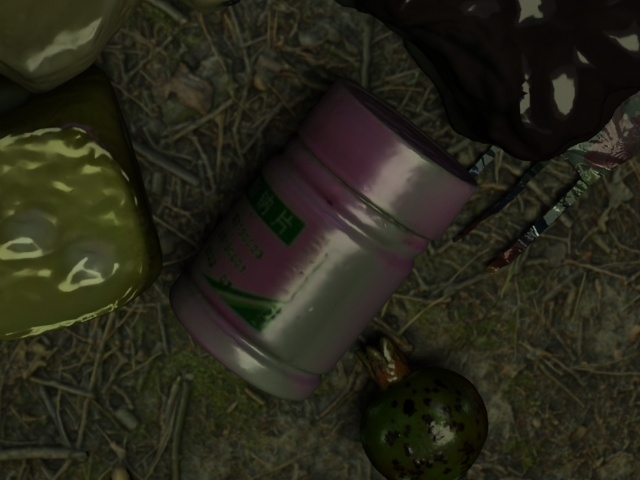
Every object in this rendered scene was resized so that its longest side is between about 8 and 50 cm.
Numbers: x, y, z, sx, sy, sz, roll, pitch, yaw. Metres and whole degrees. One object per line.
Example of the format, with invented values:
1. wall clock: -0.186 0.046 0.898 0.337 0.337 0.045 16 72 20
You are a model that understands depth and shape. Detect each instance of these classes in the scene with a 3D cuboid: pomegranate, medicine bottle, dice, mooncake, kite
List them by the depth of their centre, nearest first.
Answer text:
1. dice: -0.312 -0.047 1.796 0.238 0.227 0.233 -16 115 -4
2. mooncake: 0.220 -0.288 1.823 0.381 0.212 0.351 33 94 -22
3. medicine bottle: 0.000 0.000 1.887 0.212 0.212 0.325 34 103 -22
4. kite: 0.296 -0.117 2.006 0.204 0.022 0.360 39 99 -21
5. pomegranate: 0.117 0.210 2.038 0.159 0.159 0.205 -32 89 2

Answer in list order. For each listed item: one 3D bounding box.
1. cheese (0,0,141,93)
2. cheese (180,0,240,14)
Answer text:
1. cheese: -0.320 -0.313 1.694 0.318 0.115 0.326 -10 86 -4
2. cheese: -0.149 -0.372 1.782 0.163 0.071 0.249 -40 114 6
